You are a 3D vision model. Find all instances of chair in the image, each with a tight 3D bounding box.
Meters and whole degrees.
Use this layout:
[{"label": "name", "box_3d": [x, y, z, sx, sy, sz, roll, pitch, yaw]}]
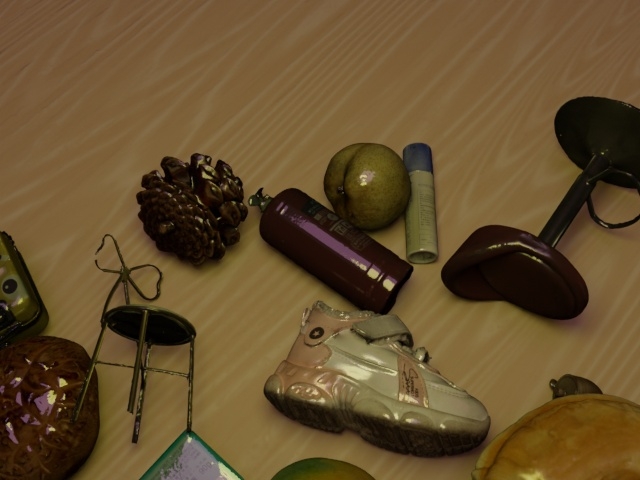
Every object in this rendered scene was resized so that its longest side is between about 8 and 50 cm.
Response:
[{"label": "chair", "box_3d": [-0.281, 0.141, 1.133, 0.170, 0.159, 0.326, -16, 54, 30]}, {"label": "chair", "box_3d": [0.401, -0.032, 1.201, 0.226, 0.227, 0.401, 34, 71, 18]}]

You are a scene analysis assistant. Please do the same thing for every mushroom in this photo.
[{"label": "mushroom", "box_3d": [-0.462, 0.272, 1.127, 0.253, 0.153, 0.253, -6, 63, 11]}]

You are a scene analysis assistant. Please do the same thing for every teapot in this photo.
[{"label": "teapot", "box_3d": [0.401, 0.271, 1.143, 0.080, 0.085, 0.110, 18, 93, -13]}]

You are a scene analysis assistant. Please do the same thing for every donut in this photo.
[{"label": "donut", "box_3d": [0.410, 0.430, 0.971, 0.448, 0.198, 0.449, 1, 62, -1]}]

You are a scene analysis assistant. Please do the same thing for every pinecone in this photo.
[{"label": "pinecone", "box_3d": [-0.220, -0.066, 1.265, 0.207, 0.208, 0.208, -1, 63, 2]}]

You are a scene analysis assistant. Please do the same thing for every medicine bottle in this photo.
[{"label": "medicine bottle", "box_3d": [0.185, -0.072, 1.319, 0.059, 0.059, 0.231, 0, 62, 3]}]

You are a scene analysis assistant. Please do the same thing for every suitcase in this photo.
[{"label": "suitcase", "box_3d": [-0.592, 0.098, 1.221, 0.193, 0.143, 0.235, -29, 64, -13]}]

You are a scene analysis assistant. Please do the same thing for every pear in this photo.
[{"label": "pear", "box_3d": [0.081, -0.099, 1.281, 0.136, 0.167, 0.167, -20, 62, -28]}]

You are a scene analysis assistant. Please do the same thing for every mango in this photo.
[{"label": "mango", "box_3d": [0.009, 0.397, 1.073, 0.194, 0.092, 0.130, 1, 65, 13]}]

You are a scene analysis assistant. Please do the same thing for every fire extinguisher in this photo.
[{"label": "fire extinguisher", "box_3d": [0.000, 0.000, 1.261, 0.337, 0.135, 0.114, 35, 102, 15]}]

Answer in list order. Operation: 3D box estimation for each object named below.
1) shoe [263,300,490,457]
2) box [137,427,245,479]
[{"label": "shoe", "box_3d": [0.098, 0.209, 1.115, 0.350, 0.172, 0.198, 13, 64, 9]}, {"label": "box", "box_3d": [-0.225, 0.427, 1.063, 0.153, 0.092, 0.245, 38, 71, 19]}]
